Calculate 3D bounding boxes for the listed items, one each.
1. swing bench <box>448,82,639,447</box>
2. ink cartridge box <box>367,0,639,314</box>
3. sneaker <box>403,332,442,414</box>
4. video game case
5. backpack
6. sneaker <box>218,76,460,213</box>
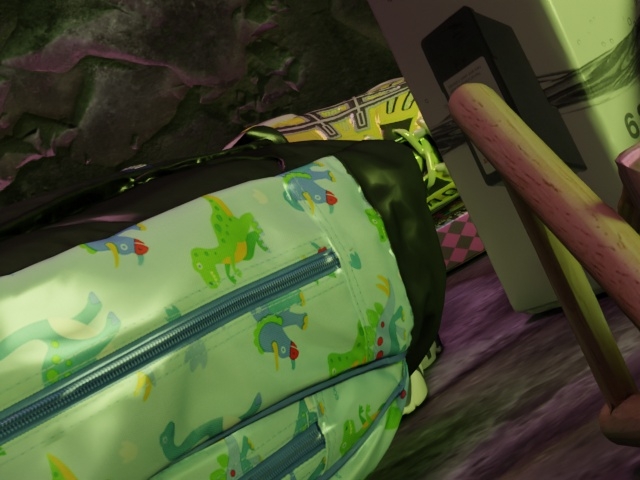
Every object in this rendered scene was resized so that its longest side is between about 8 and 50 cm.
[{"bbox_3d":[0.201,-0.026,0.463,0.253,0.165,0.255,-28,11,-1],"label":"swing bench"},{"bbox_3d":[0.155,-0.130,0.955,0.121,0.289,0.211,-20,10,41],"label":"ink cartridge box"},{"bbox_3d":[0.001,0.028,0.960,0.094,0.153,0.235,-25,6,13],"label":"sneaker"},{"bbox_3d":[0.056,0.021,1.335,0.232,0.042,0.210,-29,5,-6],"label":"video game case"},{"bbox_3d":[-0.128,0.091,0.712,0.290,0.273,0.355,-20,-10,32],"label":"backpack"},{"bbox_3d":[0.043,-0.070,1.274,0.147,0.145,0.384,-22,12,44],"label":"sneaker"}]
